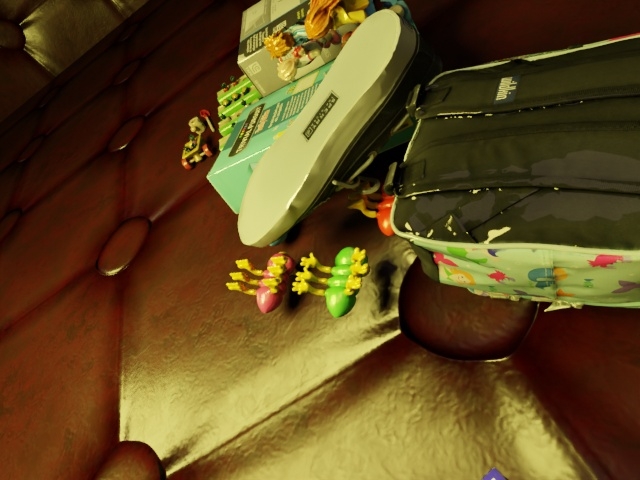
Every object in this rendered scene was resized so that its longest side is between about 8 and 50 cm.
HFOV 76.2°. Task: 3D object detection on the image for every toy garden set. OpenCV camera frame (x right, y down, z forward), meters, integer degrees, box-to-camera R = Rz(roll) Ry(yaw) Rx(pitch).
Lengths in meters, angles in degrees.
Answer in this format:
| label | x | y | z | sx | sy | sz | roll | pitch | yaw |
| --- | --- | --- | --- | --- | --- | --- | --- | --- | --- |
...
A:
| label | x | y | z | sx | sy | sz | roll | pitch | yaw |
| --- | --- | --- | --- | --- | --- | --- | --- | --- | --- |
| toy garden set | -0.226 | -0.278 | 0.909 | 0.204 | 0.049 | 0.244 | -27 | 47 | 14 |

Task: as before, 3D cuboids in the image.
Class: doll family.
| label | x | y | z | sx | sy | sz | roll | pitch | yaw |
| --- | --- | --- | --- | --- | --- | --- | --- | --- | --- |
| doll family | -0.002 | -0.341 | 0.648 | 0.263 | 0.118 | 0.163 | 10 | 50 | 50 |

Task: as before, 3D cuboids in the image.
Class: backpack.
| label | x | y | z | sx | sy | sz | roll | pitch | yaw |
| --- | --- | --- | --- | --- | --- | --- | --- | --- | --- |
| backpack | 0.214 | -0.053 | 0.354 | 0.253 | 0.191 | 0.225 | -1 | 60 | 42 |

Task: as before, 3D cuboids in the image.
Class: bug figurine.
| label | x | y | z | sx | sy | sz | roll | pitch | yaw |
| --- | --- | --- | --- | --- | --- | --- | --- | --- | --- |
| bug figurine | 0.000 | 0.000 | 0.537 | 0.279 | 0.072 | 0.216 | -5 | 49 | 37 |

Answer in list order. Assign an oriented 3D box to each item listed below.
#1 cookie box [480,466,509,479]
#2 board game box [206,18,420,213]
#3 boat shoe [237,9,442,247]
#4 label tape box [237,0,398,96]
| label | x | y | z | sx | sy | sz | roll | pitch | yaw |
| --- | --- | --- | --- | --- | --- | --- | --- | --- | --- |
| cookie box | 0.144 | 0.208 | 0.267 | 0.040 | 0.107 | 0.092 | -42 | 46 | -2 |
| board game box | 0.011 | -0.198 | 0.637 | 0.336 | 0.079 | 0.254 | -20 | 35 | 20 |
| boat shoe | 0.015 | -0.102 | 0.480 | 0.306 | 0.105 | 0.113 | -53 | 43 | 21 |
| label tape box | -0.010 | -0.485 | 0.881 | 0.333 | 0.106 | 0.241 | -21 | 49 | 19 |
